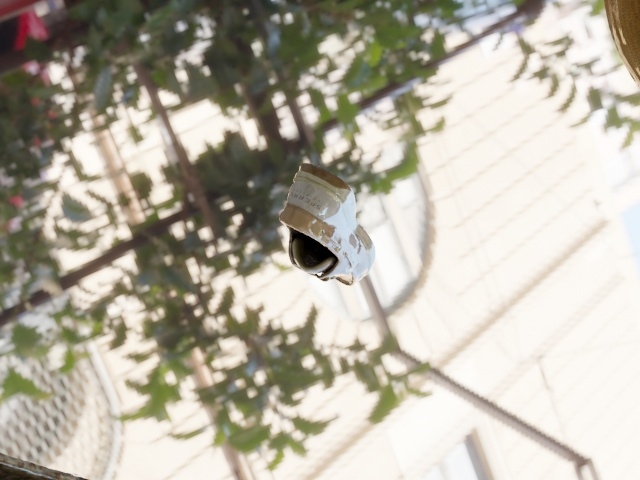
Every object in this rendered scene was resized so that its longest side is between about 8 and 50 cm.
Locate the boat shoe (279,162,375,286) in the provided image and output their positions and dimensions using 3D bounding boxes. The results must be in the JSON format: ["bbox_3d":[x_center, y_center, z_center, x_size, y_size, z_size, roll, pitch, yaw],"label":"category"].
[{"bbox_3d":[0.000,0.000,0.777,0.050,0.135,0.045,26,-107,24],"label":"boat shoe"}]

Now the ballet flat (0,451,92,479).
[{"bbox_3d":[-0.141,0.145,0.522,0.182,0.164,0.483,-14,154,35],"label":"ballet flat"}]

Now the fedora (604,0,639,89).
[{"bbox_3d":[0.242,-0.132,0.634,0.194,0.194,0.079,-11,-157,36],"label":"fedora"}]

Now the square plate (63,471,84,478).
[{"bbox_3d":[-0.293,0.258,0.711,0.347,0.049,0.344,-40,170,-7],"label":"square plate"}]
